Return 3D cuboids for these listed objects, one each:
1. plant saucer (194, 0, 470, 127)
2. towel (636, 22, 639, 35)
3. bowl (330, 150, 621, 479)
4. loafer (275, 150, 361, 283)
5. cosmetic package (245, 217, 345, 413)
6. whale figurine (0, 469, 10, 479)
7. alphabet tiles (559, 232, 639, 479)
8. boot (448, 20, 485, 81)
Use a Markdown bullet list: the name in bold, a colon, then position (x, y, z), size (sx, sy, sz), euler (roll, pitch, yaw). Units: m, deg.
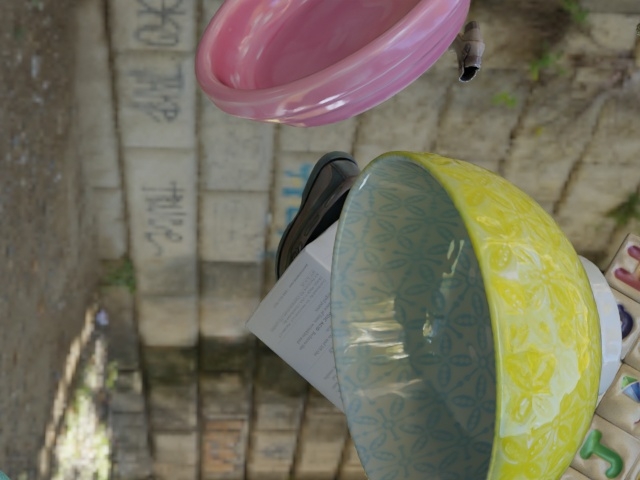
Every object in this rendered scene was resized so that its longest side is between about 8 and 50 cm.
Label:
- **plant saucer**: position (0.026, -0.233, 1.152), size (0.084, 0.332, 0.332), euler (53, 19, -34)
- **towel**: position (0.413, -0.220, 1.143), size (0.110, 0.148, 0.027), euler (-147, -119, -84)
- **bowl**: position (0.130, 0.073, 0.832), size (0.289, 0.156, 0.289), euler (176, -90, -70)
- **loafer**: position (0.000, 0.000, 1.642), size (0.084, 0.096, 0.267), euler (55, -44, 49)
- **cosmetic package**: position (0.114, 0.158, 1.506), size (0.156, 0.385, 0.217), euler (-53, 175, 25)
- **whale figurine**: position (-0.610, 0.422, 1.909), size (0.216, 0.141, 0.272), euler (-91, 176, -61)
- **alphabet tiles**: position (0.327, 0.171, 1.064), size (0.285, 0.342, 0.011), euler (-59, 173, -3)
- **boot**: position (0.234, -0.298, 1.792), size (0.118, 0.042, 0.087), euler (124, -30, -71)
